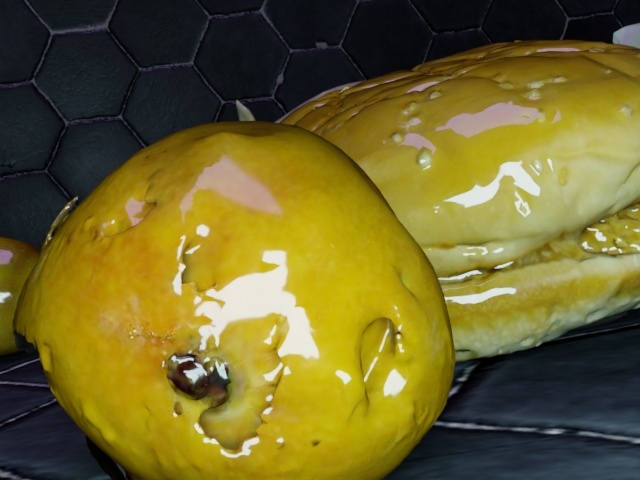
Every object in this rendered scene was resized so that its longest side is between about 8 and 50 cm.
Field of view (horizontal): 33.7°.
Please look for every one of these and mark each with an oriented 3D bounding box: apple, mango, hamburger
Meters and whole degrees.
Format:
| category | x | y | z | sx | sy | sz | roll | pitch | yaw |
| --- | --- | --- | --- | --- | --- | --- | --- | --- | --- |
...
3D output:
| category | x | y | z | sx | sy | sz | roll | pitch | yaw |
| --- | --- | --- | --- | --- | --- | --- | --- | --- | --- |
| apple | -0.269 | 0.050 | 0.893 | 0.102 | 0.099 | 0.114 | -1 | -20 | 18 |
| mango | -0.036 | 0.029 | 0.422 | 0.156 | 0.151 | 0.248 | 23 | -10 | -11 |
| hamburger | 0.089 | -0.029 | 0.657 | 0.318 | 0.158 | 0.318 | -15 | 14 | 4 |

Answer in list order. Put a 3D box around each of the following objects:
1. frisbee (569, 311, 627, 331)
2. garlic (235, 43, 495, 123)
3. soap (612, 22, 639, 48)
| category | x | y | z | sx | sy | sz | roll | pitch | yaw |
| --- | --- | --- | --- | --- | --- | --- | --- | --- | --- |
| frisbee | 0.179 | 0.037 | 0.715 | 0.187 | 0.012 | 0.211 | -8 | 3 | -18 |
| garlic | 0.074 | -0.058 | 0.956 | 0.313 | 0.249 | 0.286 | -27 | 28 | -24 |
| soap | 0.333 | -0.078 | 0.770 | 0.199 | 0.182 | 0.138 | -8 | 6 | -31 |
